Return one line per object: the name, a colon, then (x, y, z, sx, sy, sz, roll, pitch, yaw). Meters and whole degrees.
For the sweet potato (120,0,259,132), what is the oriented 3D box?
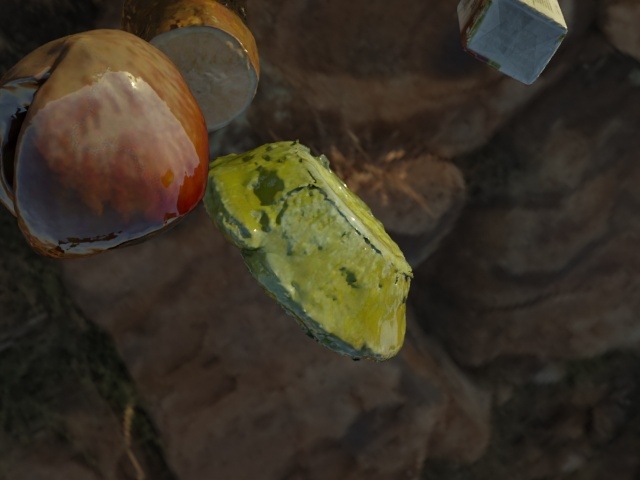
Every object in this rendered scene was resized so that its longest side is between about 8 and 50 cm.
sweet potato: (-0.132, -0.224, 1.399, 0.131, 0.336, 0.131, -4, 123, -6)

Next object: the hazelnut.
hazelnut: (-0.079, -0.034, 0.498, 0.086, 0.086, 0.086, -19, 135, -20)

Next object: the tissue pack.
tissue pack: (0.239, -0.277, 1.812, 0.106, 0.148, 0.099, 28, 115, -10)

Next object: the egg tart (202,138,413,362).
egg tart: (0.000, 0.000, 1.013, 0.078, 0.197, 0.197, -42, 139, 11)
